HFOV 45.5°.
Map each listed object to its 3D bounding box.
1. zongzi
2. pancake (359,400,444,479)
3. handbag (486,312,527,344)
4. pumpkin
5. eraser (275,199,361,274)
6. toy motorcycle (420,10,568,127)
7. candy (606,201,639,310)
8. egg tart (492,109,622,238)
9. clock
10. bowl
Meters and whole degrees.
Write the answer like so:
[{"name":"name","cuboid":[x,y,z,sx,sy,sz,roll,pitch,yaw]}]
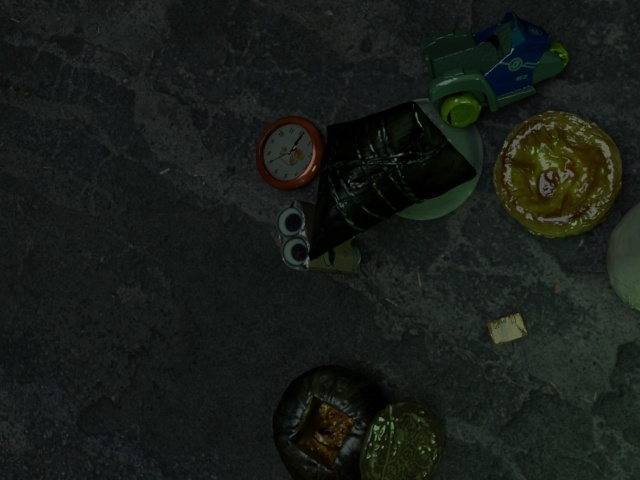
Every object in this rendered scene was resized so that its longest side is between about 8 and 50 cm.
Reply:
[{"name":"zongzi","cuboid":[0.108,-0.118,1.693,0.384,0.319,0.362,0,66,41]},{"name":"pancake","cuboid":[0.192,0.496,1.795,0.031,0.250,0.250,16,93,57]},{"name":"handbag","cuboid":[0.442,0.209,1.805,0.083,0.027,0.061,-24,76,18]},{"name":"pumpkin","cuboid":[0.031,0.466,1.878,0.321,0.192,0.320,-3,81,21]},{"name":"eraser","cuboid":[0.000,0.000,1.879,0.087,0.290,0.171,-13,80,24]},{"name":"toy motorcycle","cuboid":[0.400,-0.420,1.770,0.327,0.200,0.191,-17,52,16]},{"name":"candy","cuboid":[0.744,0.029,1.597,0.296,0.185,0.295,-5,79,28]},{"name":"egg tart","cuboid":[0.540,-0.148,1.743,0.295,0.116,0.294,-2,85,22]},{"name":"clock","cuboid":[-0.083,-0.236,2.069,0.205,0.051,0.205,-3,84,26]},{"name":"bowl","cuboid":[0.231,-0.210,1.872,0.314,0.146,0.313,-2,86,25]}]
